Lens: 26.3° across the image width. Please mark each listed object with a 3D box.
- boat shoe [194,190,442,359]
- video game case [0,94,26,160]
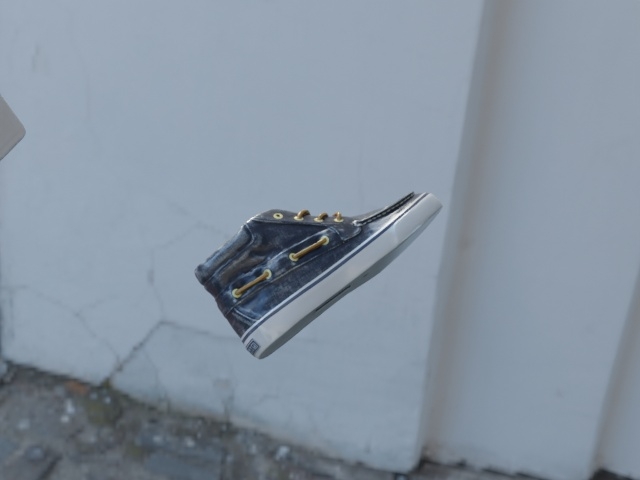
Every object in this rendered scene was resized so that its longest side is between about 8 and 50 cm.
[{"bbox_3d":[0.000,0.000,0.994,0.183,0.065,0.083,-36,80,-19],"label":"boat shoe"},{"bbox_3d":[-0.273,-0.075,0.694,0.026,0.206,0.227,-16,27,37],"label":"video game case"}]
